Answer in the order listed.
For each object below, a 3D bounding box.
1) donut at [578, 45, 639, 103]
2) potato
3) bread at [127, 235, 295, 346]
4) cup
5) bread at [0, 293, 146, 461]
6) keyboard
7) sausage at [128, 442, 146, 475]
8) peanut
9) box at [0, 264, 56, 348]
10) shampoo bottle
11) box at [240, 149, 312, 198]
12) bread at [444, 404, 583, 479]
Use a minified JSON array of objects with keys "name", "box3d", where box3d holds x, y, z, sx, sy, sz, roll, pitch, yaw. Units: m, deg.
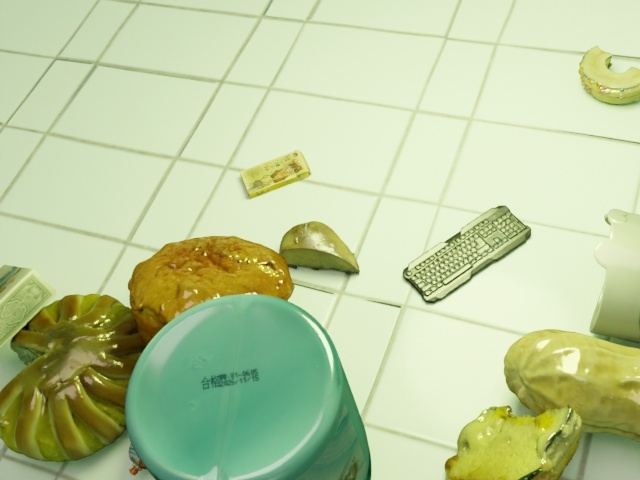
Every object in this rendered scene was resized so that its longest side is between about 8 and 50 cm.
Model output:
[{"name":"donut","box3d":[0.624,-0.346,1.832,0.108,0.065,0.166,-38,56,-16]},{"name":"potato","box3d":[0.000,0.000,1.693,0.172,0.089,0.101,8,54,19]},{"name":"bread","box3d":[-0.194,0.107,1.555,0.312,0.172,0.312,0,28,0]},{"name":"cup","box3d":[0.604,0.063,1.460,0.257,0.219,0.289,12,26,19]},{"name":"bread","box3d":[-0.458,0.241,1.568,0.332,0.160,0.333,-5,54,7]},{"name":"keyboard","box3d":[0.287,0.023,1.661,0.262,0.016,0.106,-33,54,-12]},{"name":"sausage","box3d":[-0.271,0.320,1.527,0.071,0.071,0.234,22,61,25]},{"name":"peanut","box3d":[0.467,0.237,1.373,0.339,0.174,0.158,8,86,13]},{"name":"box","box3d":[-0.632,0.130,1.659,0.164,0.069,0.256,-49,24,-22]},{"name":"shampoo bottle","box3d":[-0.101,0.300,1.335,0.331,0.343,0.331,-6,52,8]},{"name":"box","box3d":[-0.099,-0.147,1.865,0.149,0.020,0.073,-22,52,-5]},{"name":"bread","box3d":[0.323,0.356,1.342,0.133,0.251,0.174,43,63,-13]}]
